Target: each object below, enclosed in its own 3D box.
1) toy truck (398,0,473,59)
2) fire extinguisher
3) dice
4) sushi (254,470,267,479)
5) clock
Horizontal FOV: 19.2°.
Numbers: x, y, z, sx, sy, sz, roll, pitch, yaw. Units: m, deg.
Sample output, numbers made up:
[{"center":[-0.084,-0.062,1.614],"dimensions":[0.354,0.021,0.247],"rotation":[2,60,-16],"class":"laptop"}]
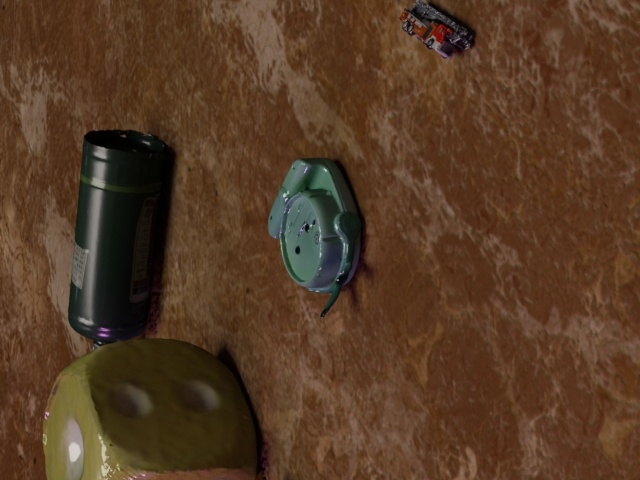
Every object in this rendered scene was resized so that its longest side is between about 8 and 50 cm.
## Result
[{"center":[0.092,-0.168,1.508],"dimensions":[0.032,0.024,0.083],"rotation":[-53,34,8],"class":"toy truck"},{"center":[-0.225,0.030,2.061],"dimensions":[0.118,0.093,0.294],"rotation":[-92,9,-72],"class":"fire extinguisher"},{"center":[-0.171,0.208,1.878],"dimensions":[0.166,0.169,0.169],"rotation":[-63,39,42],"class":"dice"},{"center":[-0.039,0.268,1.758],"dimensions":[0.060,0.061,0.118],"rotation":[-36,70,9],"class":"sushi"},{"center":[0.000,0.000,1.674],"dimensions":[0.135,0.041,0.101],"rotation":[66,145,36],"class":"clock"}]
